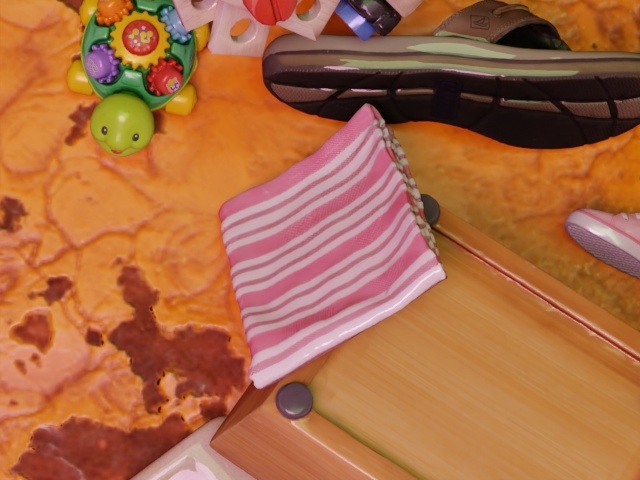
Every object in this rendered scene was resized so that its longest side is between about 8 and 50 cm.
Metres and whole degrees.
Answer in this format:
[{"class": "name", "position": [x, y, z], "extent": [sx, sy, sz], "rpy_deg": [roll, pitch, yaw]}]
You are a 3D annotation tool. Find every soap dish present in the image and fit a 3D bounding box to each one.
[{"class": "soap dish", "position": [0.108, 0.118, 1.050], "extent": [0.291, 0.118, 0.229], "rpy_deg": [33, 69, 10]}]

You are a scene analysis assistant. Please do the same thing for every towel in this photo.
[{"class": "towel", "position": [0.000, 0.000, 1.046], "extent": [0.144, 0.197, 0.029], "rpy_deg": [-34, 124, 13]}]

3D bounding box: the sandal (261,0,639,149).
[{"class": "sandal", "position": [0.111, -0.131, 1.127], "extent": [0.303, 0.120, 0.086], "rpy_deg": [6, 68, -7]}]

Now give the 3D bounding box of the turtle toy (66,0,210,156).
[{"class": "turtle toy", "position": [-0.130, -0.121, 1.111], "extent": [0.095, 0.066, 0.130], "rpy_deg": [11, 81, -7]}]

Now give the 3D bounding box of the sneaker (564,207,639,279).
[{"class": "sneaker", "position": [0.247, -0.007, 1.160], "extent": [0.134, 0.051, 0.070], "rpy_deg": [26, 78, -8]}]

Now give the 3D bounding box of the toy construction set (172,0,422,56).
[{"class": "toy construction set", "position": [-0.028, -0.241, 1.044], "extent": [0.151, 0.215, 0.328], "rpy_deg": [-33, 44, 18]}]

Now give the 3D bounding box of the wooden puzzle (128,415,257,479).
[{"class": "wooden puzzle", "position": [-0.099, 0.339, 1.049], "extent": [0.348, 0.080, 0.322], "rpy_deg": [-36, 89, -11]}]
